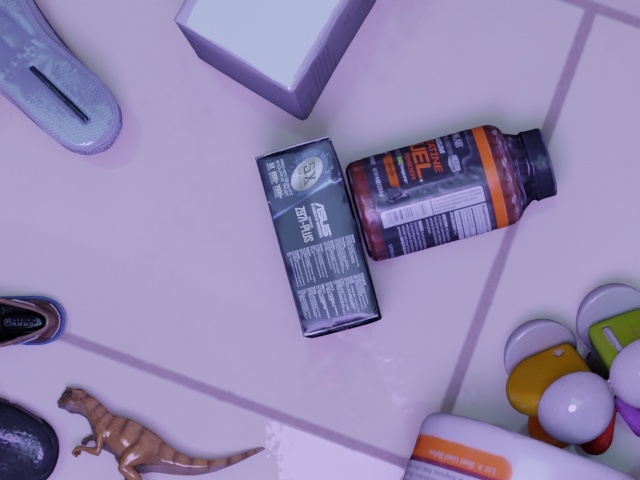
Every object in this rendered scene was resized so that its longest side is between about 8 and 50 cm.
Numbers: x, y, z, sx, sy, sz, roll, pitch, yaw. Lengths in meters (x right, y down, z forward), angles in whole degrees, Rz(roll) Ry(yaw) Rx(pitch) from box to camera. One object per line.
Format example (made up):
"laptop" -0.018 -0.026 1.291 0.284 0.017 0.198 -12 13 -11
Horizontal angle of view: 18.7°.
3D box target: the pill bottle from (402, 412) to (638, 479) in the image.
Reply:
"pill bottle" 0.141 0.378 1.826 0.224 0.224 0.392 19 83 4

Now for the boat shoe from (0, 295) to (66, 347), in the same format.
"boat shoe" -0.351 0.080 1.958 0.183 0.066 0.066 -7 86 2

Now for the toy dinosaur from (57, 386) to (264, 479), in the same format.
"toy dinosaur" -0.176 0.215 1.943 0.211 0.064 0.112 25 86 4

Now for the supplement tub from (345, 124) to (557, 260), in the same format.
"supplement tub" 0.130 -0.053 1.926 0.198 0.106 0.106 -16 86 1

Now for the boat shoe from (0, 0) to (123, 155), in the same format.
"boat shoe" -0.318 -0.195 1.960 0.109 0.094 0.302 -40 86 -10

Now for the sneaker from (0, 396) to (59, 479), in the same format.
"sneaker" -0.405 0.194 1.905 0.281 0.162 0.106 10 87 4

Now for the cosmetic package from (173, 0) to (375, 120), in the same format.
"cosmetic package" -0.020 -0.254 1.886 0.138 0.224 0.225 30 88 4

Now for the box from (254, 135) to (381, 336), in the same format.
"box" 0.000 0.000 1.907 0.077 0.147 0.180 -15 85 2

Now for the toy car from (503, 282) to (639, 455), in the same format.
"toy car" 0.276 0.141 1.899 0.182 0.159 0.136 -26 120 0
